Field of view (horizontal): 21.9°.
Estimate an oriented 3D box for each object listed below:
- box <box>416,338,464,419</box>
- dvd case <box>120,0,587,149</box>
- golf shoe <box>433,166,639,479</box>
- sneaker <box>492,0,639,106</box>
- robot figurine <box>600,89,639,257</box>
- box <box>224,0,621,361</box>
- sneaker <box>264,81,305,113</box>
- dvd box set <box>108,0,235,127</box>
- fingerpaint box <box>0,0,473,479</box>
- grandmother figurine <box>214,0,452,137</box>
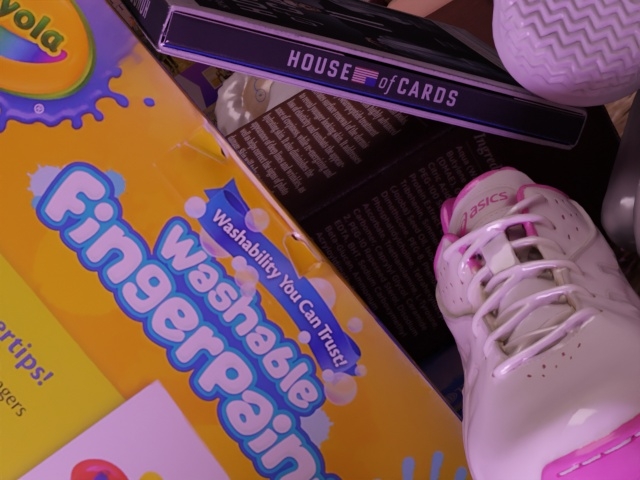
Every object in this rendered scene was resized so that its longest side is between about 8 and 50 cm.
[{"bbox_3d":[0.060,0.097,1.064,0.109,0.042,0.178,-37,26,-5],"label":"box"},{"bbox_3d":[0.006,-0.112,0.917,0.179,0.239,0.029,-129,55,-62],"label":"dvd case"},{"bbox_3d":[0.097,0.042,0.766,0.115,0.140,0.306,-30,5,6],"label":"golf shoe"},{"bbox_3d":[0.166,-0.182,0.998,0.137,0.210,0.365,14,55,3],"label":"sneaker"},{"bbox_3d":[0.284,-0.059,0.850,0.300,0.199,0.353,-3,43,37],"label":"robot figurine"},{"bbox_3d":[0.000,0.000,1.091,0.381,0.143,0.191,-32,25,0],"label":"box"},{"bbox_3d":[-0.039,-0.020,1.249,0.115,0.090,0.232,38,105,43],"label":"sneaker"},{"bbox_3d":[-0.166,-0.241,1.468,0.308,0.420,0.062,-34,26,10],"label":"dvd box set"},{"bbox_3d":[-0.166,0.094,0.890,0.371,0.445,0.163,-41,-1,-4],"label":"fingerpaint box"},{"bbox_3d":[0.059,-0.162,1.400,0.342,0.104,0.207,-23,39,25],"label":"grandmother figurine"}]
